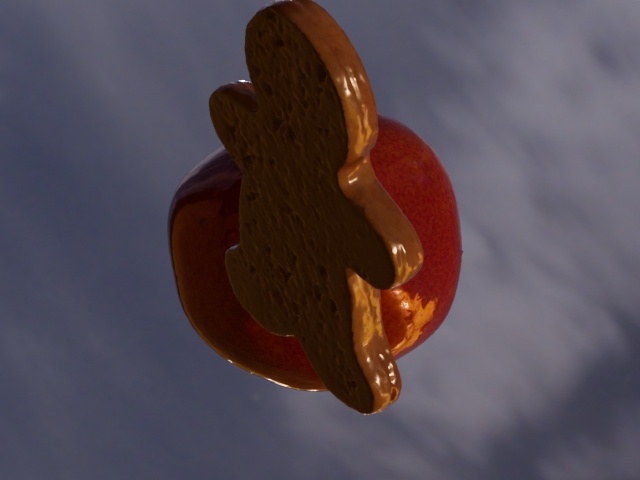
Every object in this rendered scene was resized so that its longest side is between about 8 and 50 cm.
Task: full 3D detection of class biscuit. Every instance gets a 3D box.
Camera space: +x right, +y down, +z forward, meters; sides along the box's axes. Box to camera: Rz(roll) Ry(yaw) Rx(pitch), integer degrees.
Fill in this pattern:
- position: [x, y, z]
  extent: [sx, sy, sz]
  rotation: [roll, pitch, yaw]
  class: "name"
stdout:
- position: [0.000, -0.023, 0.893]
  extent: [0.165, 0.036, 0.250]
  rotation: [41, -32, 35]
  class: "biscuit"

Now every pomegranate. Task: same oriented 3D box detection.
- position: [0.000, 0.000, 1.263]
  extent: [0.221, 0.221, 0.257]
  rotation: [39, 10, -5]
  class: "pomegranate"
